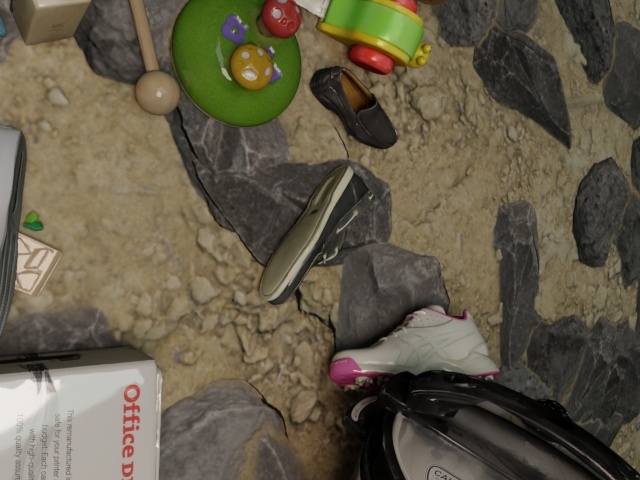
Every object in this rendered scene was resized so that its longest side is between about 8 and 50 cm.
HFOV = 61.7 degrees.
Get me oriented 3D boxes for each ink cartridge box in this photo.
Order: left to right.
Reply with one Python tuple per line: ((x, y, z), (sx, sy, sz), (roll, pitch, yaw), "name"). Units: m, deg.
((-0.311, 0.220, 0.535), (0.273, 0.114, 0.196), (2, 90, -32), "ink cartridge box")

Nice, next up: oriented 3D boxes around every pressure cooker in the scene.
((0.195, 0.377, 0.666), (0.370, 0.375, 0.420), (12, 112, -13), "pressure cooker")

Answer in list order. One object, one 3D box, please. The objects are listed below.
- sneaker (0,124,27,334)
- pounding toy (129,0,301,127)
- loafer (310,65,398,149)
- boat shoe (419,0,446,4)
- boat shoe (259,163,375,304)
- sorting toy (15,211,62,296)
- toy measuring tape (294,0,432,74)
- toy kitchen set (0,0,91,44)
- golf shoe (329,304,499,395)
((-0.341, 0.004, 0.503), (0.091, 0.094, 0.258), (2, 61, -18), "sneaker")
((-0.105, -0.240, 0.661), (0.237, 0.110, 0.182), (-6, 95, -34), "pounding toy")
((0.062, -0.195, 0.802), (0.170, 0.061, 0.062), (32, 73, -31), "loafer")
((0.078, -0.488, 0.774), (0.341, 0.122, 0.110), (36, 35, -32), "boat shoe")
((0.000, 0.000, 0.753), (0.079, 0.084, 0.233), (45, 65, -25), "boat shoe")
((-0.318, 0.013, 0.585), (0.062, 0.012, 0.083), (31, 78, -25), "sorting toy")
((0.042, -0.318, 0.746), (0.330, 0.121, 0.121), (16, 83, -35), "toy measuring tape")
((-0.353, -0.265, 0.489), (0.207, 0.122, 0.166), (-26, 105, -30), "toy kitchen set")
((0.144, 0.173, 0.856), (0.306, 0.115, 0.140), (7, 62, -30), "golf shoe")
